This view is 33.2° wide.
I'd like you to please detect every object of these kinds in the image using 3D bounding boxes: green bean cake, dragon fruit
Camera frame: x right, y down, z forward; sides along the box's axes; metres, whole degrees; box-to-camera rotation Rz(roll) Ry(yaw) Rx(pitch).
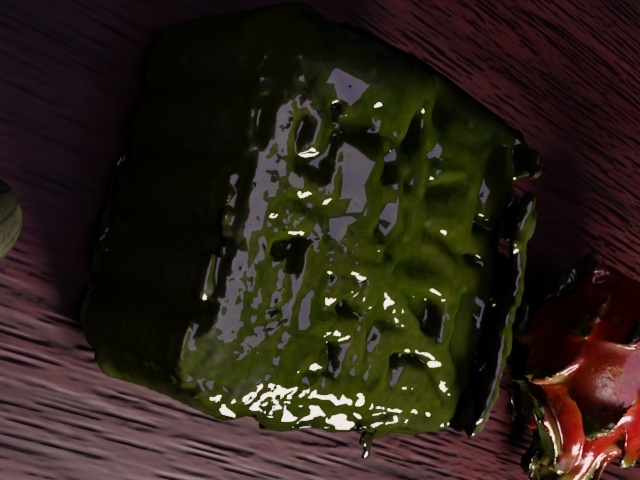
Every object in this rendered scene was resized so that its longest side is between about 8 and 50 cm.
[{"bbox_3d":[0.000,0.000,0.884,0.319,0.218,0.335,12,85,-41],"label":"green bean cake"},{"bbox_3d":[0.283,0.157,1.189,0.200,0.198,0.269,43,94,1],"label":"dragon fruit"}]

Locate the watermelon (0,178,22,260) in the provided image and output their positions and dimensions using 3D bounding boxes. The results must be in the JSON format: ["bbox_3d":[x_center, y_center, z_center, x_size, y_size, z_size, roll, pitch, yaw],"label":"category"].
[{"bbox_3d":[-0.262,-0.008,0.749,0.111,0.078,0.078,-27,112,-36],"label":"watermelon"}]
